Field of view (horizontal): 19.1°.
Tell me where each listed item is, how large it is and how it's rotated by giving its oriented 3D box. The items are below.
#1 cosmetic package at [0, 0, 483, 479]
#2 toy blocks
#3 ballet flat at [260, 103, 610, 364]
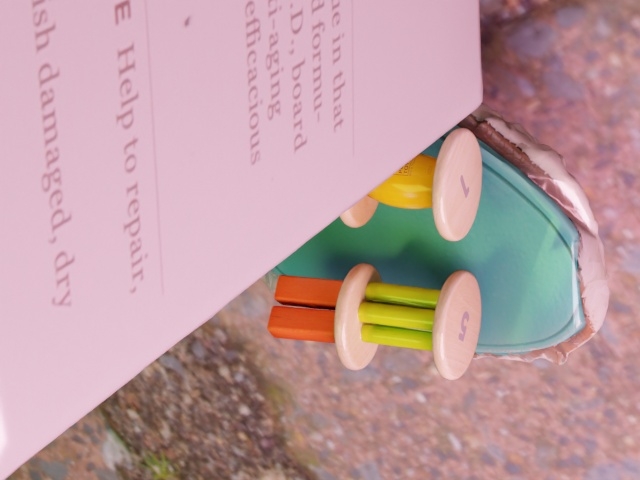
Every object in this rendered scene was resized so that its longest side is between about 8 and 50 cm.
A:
[{"bbox_3d":[-0.160,-0.159,0.740,0.329,0.394,0.327,9,116,26],"label":"cosmetic package"},{"bbox_3d":[0.000,0.000,0.916,0.148,0.054,0.123,7,108,24],"label":"toy blocks"},{"bbox_3d":[-0.024,-0.054,1.018,0.409,0.147,0.147,18,129,21],"label":"ballet flat"}]
